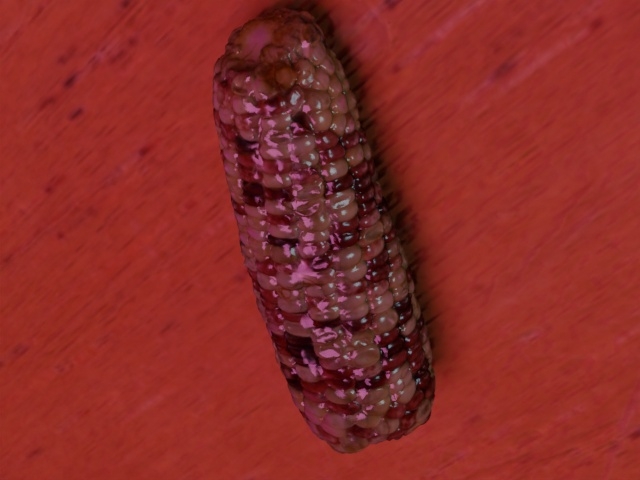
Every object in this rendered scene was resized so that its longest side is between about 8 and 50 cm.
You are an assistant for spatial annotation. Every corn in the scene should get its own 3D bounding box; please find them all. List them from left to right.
[{"bbox_3d":[0.000,0.000,0.870,0.086,0.086,0.253,-1,121,26],"label":"corn"}]
